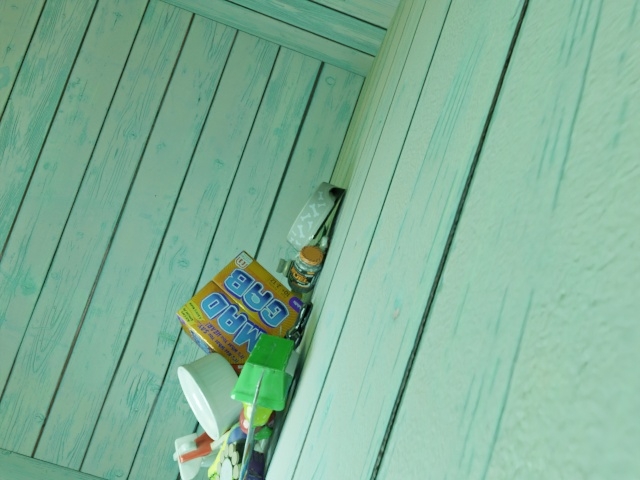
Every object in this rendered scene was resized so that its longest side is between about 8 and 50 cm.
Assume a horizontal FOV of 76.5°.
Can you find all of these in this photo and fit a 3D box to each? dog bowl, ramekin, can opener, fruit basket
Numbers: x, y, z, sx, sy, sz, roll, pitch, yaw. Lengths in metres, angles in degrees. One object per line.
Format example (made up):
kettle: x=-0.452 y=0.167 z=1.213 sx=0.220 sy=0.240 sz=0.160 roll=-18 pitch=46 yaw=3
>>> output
dog bowl: x=-0.026 y=-0.101 z=1.761 sx=0.349 sy=0.102 sz=0.349 roll=-57 pitch=-1 yaw=-1
ramekin: x=-0.370 y=0.529 z=1.414 sx=0.135 sy=0.277 sz=0.277 roll=-26 pitch=-26 yaw=-34
can opener: x=-0.070 y=0.301 z=1.466 sx=0.059 sy=0.073 sz=0.186 roll=4 pitch=-67 yaw=-53
fruit basket: x=-0.163 y=0.483 z=1.229 sx=0.327 sy=0.165 sz=0.353 roll=-63 pitch=-21 yaw=-76

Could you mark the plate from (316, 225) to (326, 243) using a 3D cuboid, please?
plate: x=0.000 y=0.000 z=2.081 sx=0.188 sy=0.024 sz=0.188 roll=-160 pitch=90 yaw=-86

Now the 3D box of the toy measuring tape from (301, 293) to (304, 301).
toy measuring tape: x=-0.158 y=0.336 z=1.962 sx=0.121 sy=0.121 sz=0.330 roll=133 pitch=156 yaw=-81

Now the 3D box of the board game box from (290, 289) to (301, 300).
board game box: x=-0.167 y=0.403 z=2.185 sx=0.316 sy=0.064 sz=0.242 roll=-123 pitch=52 yaw=-85

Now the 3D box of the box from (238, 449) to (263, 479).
box: x=-0.234 y=0.793 z=1.245 sx=0.293 sy=0.057 sz=0.201 roll=125 pitch=165 yaw=-76

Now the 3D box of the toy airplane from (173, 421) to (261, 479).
toy airplane: x=-0.368 y=0.797 z=1.582 sx=0.384 sy=0.272 sz=0.386 roll=-40 pitch=-11 yaw=0

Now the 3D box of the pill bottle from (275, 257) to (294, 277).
pill bottle: x=-0.153 y=0.165 z=2.275 sx=0.108 sy=0.180 sz=0.108 roll=-161 pitch=90 yaw=-87

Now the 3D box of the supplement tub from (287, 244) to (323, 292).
supplement tub: x=-0.059 y=0.115 z=1.641 sx=0.117 sy=0.116 sz=0.190 roll=-75 pitch=5 yaw=-48

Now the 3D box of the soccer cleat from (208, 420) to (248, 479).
soccer cleat: x=-0.295 y=0.707 z=1.360 sx=0.289 sy=0.093 sz=0.121 roll=-59 pitch=20 yaw=29

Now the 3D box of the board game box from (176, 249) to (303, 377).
board game box: x=-0.320 y=0.333 z=1.684 sx=0.356 sy=0.356 sz=0.356 roll=-46 pitch=-8 yaw=-26

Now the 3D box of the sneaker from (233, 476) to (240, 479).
sneaker: x=-0.412 y=0.982 z=1.961 sx=0.202 sy=0.185 sz=0.483 roll=97 pitch=-170 yaw=-89

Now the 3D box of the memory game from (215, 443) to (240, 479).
memory game: x=-0.278 y=0.710 z=1.216 sx=0.186 sy=0.012 sz=0.186 roll=-33 pitch=50 yaw=50

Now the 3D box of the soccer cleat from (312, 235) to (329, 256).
soccer cleat: x=-0.016 y=0.043 z=1.687 sx=0.196 sy=0.076 sz=0.068 roll=114 pitch=173 yaw=-53
